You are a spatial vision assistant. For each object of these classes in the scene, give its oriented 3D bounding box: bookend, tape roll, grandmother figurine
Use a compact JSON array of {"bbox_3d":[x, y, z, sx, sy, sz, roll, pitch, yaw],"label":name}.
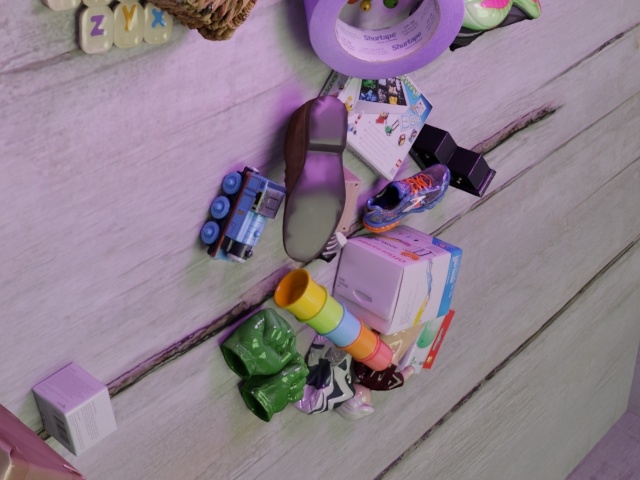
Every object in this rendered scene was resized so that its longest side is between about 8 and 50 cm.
[{"bbox_3d":[0.289,-0.182,2.180,0.072,0.157,0.156,-59,146,-9],"label":"bookend"},{"bbox_3d":[0.110,-0.411,1.722,0.275,0.090,0.274,-7,145,-5],"label":"tape roll"},{"bbox_3d":[0.152,0.286,2.362,0.208,0.104,0.342,37,83,-27],"label":"grandmother figurine"}]

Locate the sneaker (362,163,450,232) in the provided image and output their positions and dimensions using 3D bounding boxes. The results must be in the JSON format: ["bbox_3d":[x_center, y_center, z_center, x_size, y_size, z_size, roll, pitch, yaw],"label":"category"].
[{"bbox_3d":[0.188,-0.099,2.115,0.221,0.083,0.087,-34,149,-9],"label":"sneaker"}]

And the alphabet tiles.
[{"bbox_3d":[-0.280,-0.416,1.418,0.284,0.021,0.277,-22,128,-44],"label":"alphabet tiles"}]

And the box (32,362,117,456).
[{"bbox_3d":[-0.406,0.279,1.624,0.087,0.102,0.101,-33,134,-34],"label":"box"}]

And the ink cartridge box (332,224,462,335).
[{"bbox_3d":[0.171,0.083,2.183,0.233,0.171,0.168,-13,121,-49],"label":"ink cartridge box"}]

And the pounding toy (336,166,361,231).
[{"bbox_3d":[0.017,-0.105,1.914,0.100,0.141,0.130,-2,120,-33],"label":"pounding toy"}]

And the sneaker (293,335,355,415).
[{"bbox_3d":[0.037,0.292,2.218,0.234,0.094,0.153,-67,153,-7],"label":"sneaker"}]

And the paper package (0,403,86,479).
[{"bbox_3d":[-0.538,0.374,1.332,0.324,0.310,0.168,-58,147,-8],"label":"paper package"}]

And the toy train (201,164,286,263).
[{"bbox_3d":[-0.141,-0.042,1.759,0.080,0.105,0.184,21,94,-55],"label":"toy train"}]

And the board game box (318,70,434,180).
[{"bbox_3d":[0.111,-0.265,1.989,0.193,0.053,0.305,-60,145,-4],"label":"board game box"}]

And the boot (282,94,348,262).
[{"bbox_3d":[-0.023,-0.111,1.807,0.112,0.115,0.305,11,87,-30],"label":"boot"}]

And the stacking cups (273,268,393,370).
[{"bbox_3d":[0.033,0.179,2.061,0.316,0.096,0.096,43,76,-37],"label":"stacking cups"}]

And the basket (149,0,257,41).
[{"bbox_3d":[-0.110,-0.441,1.417,0.223,0.214,0.299,25,91,-55],"label":"basket"}]

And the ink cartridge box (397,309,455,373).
[{"bbox_3d":[0.286,0.260,2.549,0.225,0.056,0.180,17,98,-53],"label":"ink cartridge box"}]

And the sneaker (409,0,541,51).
[{"bbox_3d":[0.316,-0.502,2.027,0.483,0.202,0.185,-26,95,-59],"label":"sneaker"}]

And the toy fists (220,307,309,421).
[{"bbox_3d":[-0.100,0.252,2.008,0.142,0.096,0.279,-46,140,-26],"label":"toy fists"}]

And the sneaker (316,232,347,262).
[{"bbox_3d":[0.000,0.000,1.999,0.074,0.063,0.170,-63,154,-8],"label":"sneaker"}]

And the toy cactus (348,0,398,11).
[{"bbox_3d":[0.116,-0.521,1.816,0.219,0.112,0.180,-19,107,-42],"label":"toy cactus"}]
